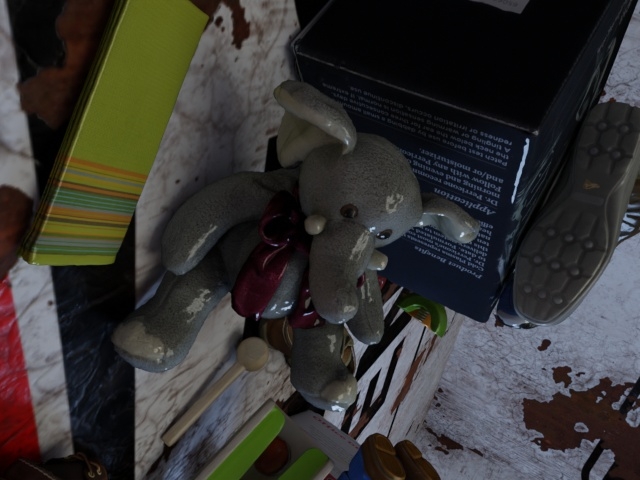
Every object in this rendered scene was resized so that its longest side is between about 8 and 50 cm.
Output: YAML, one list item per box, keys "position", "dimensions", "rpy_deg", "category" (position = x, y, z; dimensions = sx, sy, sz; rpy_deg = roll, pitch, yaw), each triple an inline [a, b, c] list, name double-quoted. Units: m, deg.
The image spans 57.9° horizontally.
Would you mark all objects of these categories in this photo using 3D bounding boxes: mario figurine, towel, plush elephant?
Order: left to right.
- position: [-0.163, -0.090, 0.467]
  dimensions: [0.237, 0.021, 0.102]
  rpy_deg: [-67, 163, 5]
  category: "towel"
- position: [0.000, 0.000, 0.573]
  dimensions: [0.255, 0.272, 0.330]
  rpy_deg: [-25, -137, 59]
  category: "plush elephant"
- position: [0.032, 0.425, 0.790]
  dimensions: [0.320, 0.198, 0.170]
  rpy_deg: [-52, -175, 16]
  category: "mario figurine"

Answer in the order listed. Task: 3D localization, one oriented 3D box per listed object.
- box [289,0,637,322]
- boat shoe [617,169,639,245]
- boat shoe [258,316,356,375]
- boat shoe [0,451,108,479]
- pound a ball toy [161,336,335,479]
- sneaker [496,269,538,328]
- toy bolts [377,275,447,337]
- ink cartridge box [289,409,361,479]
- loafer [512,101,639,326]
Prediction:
- position: [0.236, -0.215, 0.857]
  dimensions: [0.480, 0.297, 0.471]
  rpy_deg: [-55, 158, -21]
  category: "box"
- position: [0.431, -0.026, 0.928]
  dimensions: [0.285, 0.105, 0.089]
  rpy_deg: [-51, -168, 55]
  category: "boat shoe"
- position: [-0.001, 0.160, 0.947]
  dimensions: [0.122, 0.120, 0.324]
  rpy_deg: [-58, 157, -15]
  category: "boat shoe"
- position: [-0.247, 0.246, 0.571]
  dimensions: [0.073, 0.073, 0.207]
  rpy_deg: [-53, 162, -30]
  category: "boat shoe"
- position: [-0.134, 0.317, 0.806]
  dimensions: [0.319, 0.208, 0.136]
  rpy_deg: [-45, 174, -15]
  category: "pound a ball toy"
- position: [0.314, 0.048, 0.847]
  dimensions: [0.211, 0.080, 0.081]
  rpy_deg: [-44, 132, -38]
  category: "sneaker"
- position: [0.186, 0.056, 1.112]
  dimensions: [0.158, 0.228, 0.218]
  rpy_deg: [-54, 163, -1]
  category: "toy bolts"
- position: [-0.015, 0.444, 1.072]
  dimensions: [0.131, 0.226, 0.306]
  rpy_deg: [-60, 158, 1]
  category: "ink cartridge box"
- position: [0.353, -0.029, 0.778]
  dimensions: [0.319, 0.112, 0.111]
  rpy_deg: [-62, 149, -5]
  category: "loafer"
